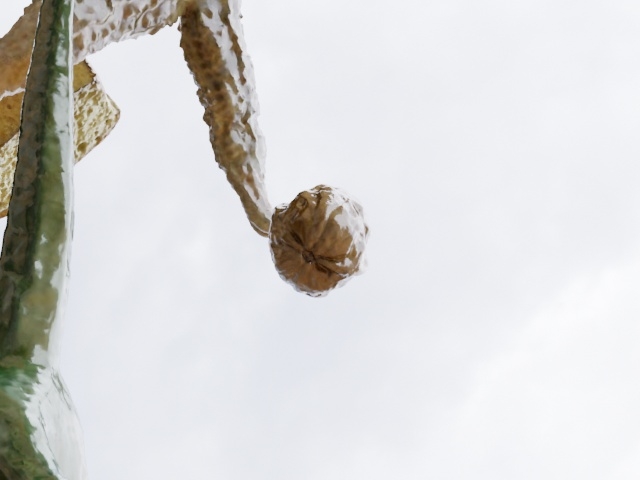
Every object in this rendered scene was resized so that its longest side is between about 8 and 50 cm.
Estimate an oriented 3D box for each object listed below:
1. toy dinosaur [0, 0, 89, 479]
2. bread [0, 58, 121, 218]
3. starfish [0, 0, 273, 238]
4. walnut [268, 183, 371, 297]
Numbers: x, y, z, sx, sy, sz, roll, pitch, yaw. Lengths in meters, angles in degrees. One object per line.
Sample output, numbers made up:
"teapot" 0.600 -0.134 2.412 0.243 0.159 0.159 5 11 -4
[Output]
"toy dinosaur" -0.168 0.079 0.460 0.447 0.087 0.301 -47 -121 10
"bread" -0.272 -0.101 1.031 0.065 0.187 0.103 37 -30 22
"starfish" -0.149 -0.218 0.913 0.082 0.324 0.432 -11 -98 34
"walnut" 0.000 0.000 0.796 0.082 0.096 0.079 31 -76 0
